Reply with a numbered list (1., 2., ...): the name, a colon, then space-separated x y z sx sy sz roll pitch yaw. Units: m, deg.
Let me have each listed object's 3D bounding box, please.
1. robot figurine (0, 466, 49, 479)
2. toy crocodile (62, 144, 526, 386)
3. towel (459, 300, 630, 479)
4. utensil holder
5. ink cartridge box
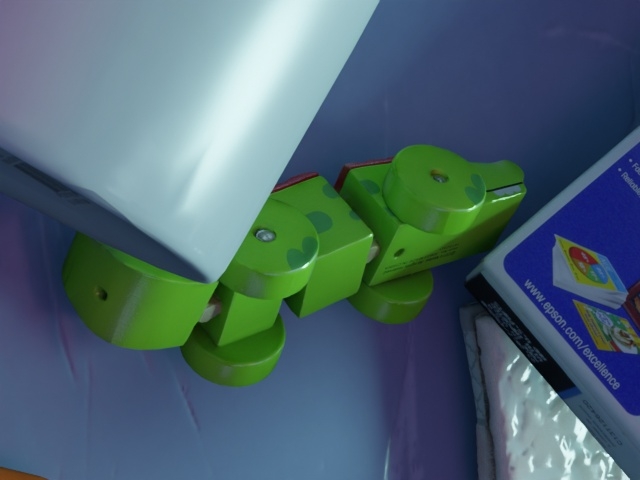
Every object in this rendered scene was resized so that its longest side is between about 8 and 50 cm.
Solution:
1. robot figurine: -0.200 0.203 0.601 0.219 0.158 0.128 39 98 -30
2. toy crocodile: 0.000 0.000 0.729 0.340 0.105 0.115 -17 145 -33
3. towel: 0.261 0.164 0.947 0.332 0.053 0.317 -16 104 -32
4. utensil holder: -0.093 -0.218 0.503 0.327 0.327 0.385 33 80 -32
5. ink cartridge box: 0.315 0.047 0.823 0.307 0.072 0.303 -38 83 -19
